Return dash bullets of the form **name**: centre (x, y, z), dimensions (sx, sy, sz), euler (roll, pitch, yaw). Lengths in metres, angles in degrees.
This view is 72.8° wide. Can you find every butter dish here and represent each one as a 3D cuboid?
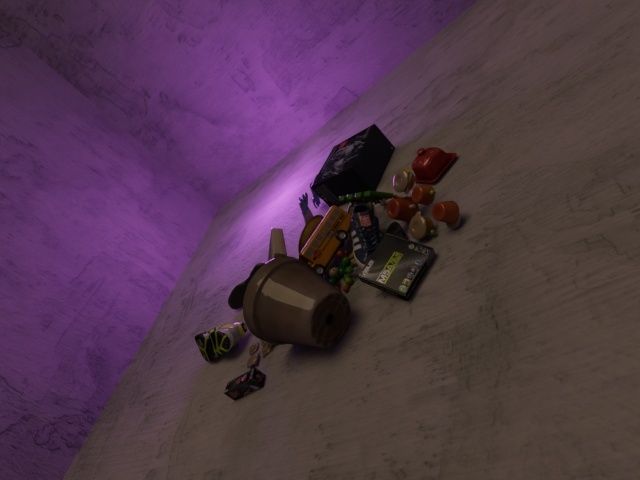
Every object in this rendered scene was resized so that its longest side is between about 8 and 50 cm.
- **butter dish**: centre (0.431, -0.321, 1.740), dimensions (0.159, 0.118, 0.160), euler (-50, 23, -6)

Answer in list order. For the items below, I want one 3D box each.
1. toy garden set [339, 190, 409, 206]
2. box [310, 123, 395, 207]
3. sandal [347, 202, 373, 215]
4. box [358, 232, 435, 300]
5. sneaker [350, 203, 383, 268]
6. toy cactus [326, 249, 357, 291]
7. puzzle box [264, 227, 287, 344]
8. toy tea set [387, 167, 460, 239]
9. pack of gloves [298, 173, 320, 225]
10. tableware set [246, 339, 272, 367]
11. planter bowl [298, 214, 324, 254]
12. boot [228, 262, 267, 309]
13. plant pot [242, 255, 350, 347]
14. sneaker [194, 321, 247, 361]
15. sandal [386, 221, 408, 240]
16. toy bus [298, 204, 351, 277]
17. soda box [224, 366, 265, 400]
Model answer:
- **toy garden set**: centre (0.223, -0.159, 1.787), dimensions (0.244, 0.204, 0.049), euler (180, 94, -64)
- **box**: centre (0.165, -0.374, 2.210), dimensions (0.313, 0.179, 0.343), euler (-18, 36, 47)
- **sandal**: centre (0.171, -0.123, 1.910), dimensions (0.120, 0.086, 0.302), euler (-40, 24, 16)
- **box**: centre (0.247, 0.081, 1.413), dimensions (0.184, 0.045, 0.190), euler (23, 69, 36)
- **sneaker**: centre (0.173, -0.022, 1.606), dimensions (0.131, 0.148, 0.350), euler (-10, 31, -6)
- **toy cactus**: centre (0.066, 0.124, 1.698), dimensions (0.180, 0.112, 0.218), euler (-21, 42, 64)
- **puzzle box**: centre (-0.193, 0.183, 1.785), dimensions (0.272, 0.052, 0.408), euler (-112, 28, -65)
- **toy tea set**: centre (0.369, -0.114, 1.529), dimensions (0.336, 0.125, 0.199), euler (51, 133, 49)
- **pack of gloves**: centre (-0.063, -0.216, 2.319), dimensions (0.046, 0.232, 0.195), euler (21, 63, 20)
- **tableware set**: centre (-0.252, 0.449, 1.807), dimensions (0.141, 0.020, 0.168), euler (-40, 23, 11)
- **planter bowl**: centre (0.000, 0.000, 1.947), dimensions (0.090, 0.217, 0.217), euler (22, 65, 27)
- **boot**: centre (-0.361, 0.241, 2.276), dimensions (0.305, 0.112, 0.115), euler (-48, -8, 8)
- **plant pot**: centre (-0.057, 0.236, 1.509), dimensions (0.281, 0.323, 0.323), euler (12, 61, 45)
- **sneaker**: centre (-0.471, 0.473, 2.052), dimensions (0.147, 0.145, 0.385), euler (-25, 2, -40)
- **sandal**: centre (0.291, -0.001, 1.580), dimensions (0.067, 0.040, 0.179), euler (-45, 37, 18)
- **toy bus**: centre (0.016, 0.024, 1.808), dimensions (0.332, 0.130, 0.108), euler (-56, -6, -18)
- **soda box**: centre (-0.289, 0.549, 1.655), dimensions (0.169, 0.060, 0.053), euler (-34, 25, 29)
